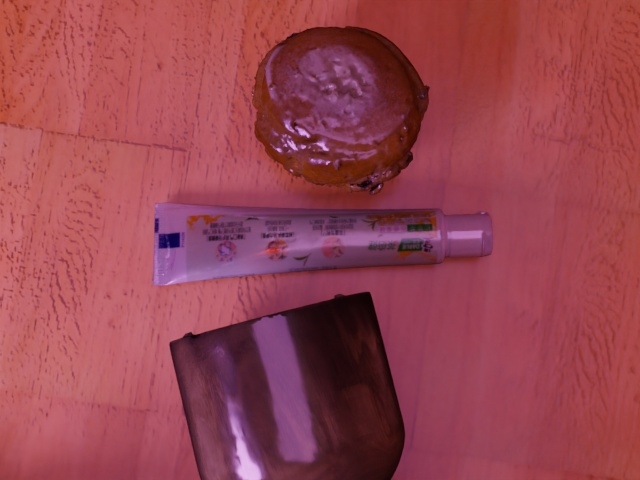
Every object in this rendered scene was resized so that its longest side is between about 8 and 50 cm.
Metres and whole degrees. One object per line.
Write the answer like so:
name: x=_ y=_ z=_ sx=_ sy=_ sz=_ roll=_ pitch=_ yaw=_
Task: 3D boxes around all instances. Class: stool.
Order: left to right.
stool: x=-0.011 y=0.189 z=0.740 sx=0.179 sy=0.179 sz=0.264 roll=-14 pitch=83 yaw=-2

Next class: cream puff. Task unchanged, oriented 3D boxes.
cream puff: x=0.015 y=-0.115 z=0.804 sx=0.150 sy=0.115 sz=0.165 roll=-29 pitch=75 yaw=-10

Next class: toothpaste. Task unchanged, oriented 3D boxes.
toothpaste: x=0.000 y=0.000 z=0.825 sx=0.314 sy=0.058 sz=0.056 roll=-1 pitch=128 yaw=4
